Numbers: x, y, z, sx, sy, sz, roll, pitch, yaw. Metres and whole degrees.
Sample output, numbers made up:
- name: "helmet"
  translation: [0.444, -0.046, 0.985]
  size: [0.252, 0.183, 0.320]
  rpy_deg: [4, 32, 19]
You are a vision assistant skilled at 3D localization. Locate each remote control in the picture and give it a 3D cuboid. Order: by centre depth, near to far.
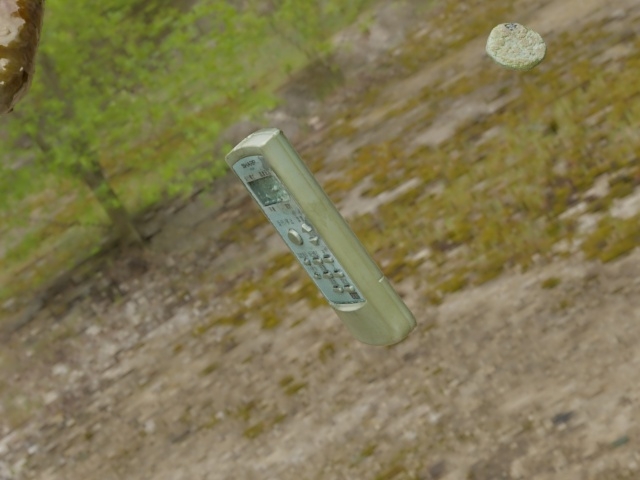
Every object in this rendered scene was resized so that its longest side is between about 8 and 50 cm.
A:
- name: "remote control"
  translation: [0.000, 0.000, 1.115]
  size: [0.038, 0.233, 0.098]
  rpy_deg: [-40, 12, -23]

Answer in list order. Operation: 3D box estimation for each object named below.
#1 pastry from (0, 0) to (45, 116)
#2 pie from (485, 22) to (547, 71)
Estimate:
- name: "pastry"
  translation: [-0.303, -0.174, 0.936]
  size: [0.182, 0.192, 0.093]
  rpy_deg: [-2, -18, -19]
- name: "pie"
  translation: [0.269, -0.264, 1.646]
  size: [0.085, 0.085, 0.017]
  rpy_deg: [-37, -17, -21]
